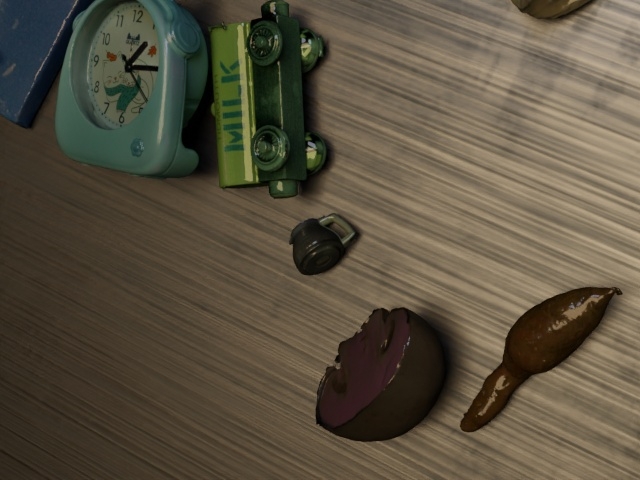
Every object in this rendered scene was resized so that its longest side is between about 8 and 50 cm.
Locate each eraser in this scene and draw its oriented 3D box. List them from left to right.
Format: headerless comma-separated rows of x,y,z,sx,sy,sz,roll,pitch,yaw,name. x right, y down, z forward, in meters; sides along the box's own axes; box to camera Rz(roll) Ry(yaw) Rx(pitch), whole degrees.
-0.402,-0.328,1.752,0.144,0.042,0.312,36,104,19,eraser

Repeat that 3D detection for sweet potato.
0.250,0.129,1.467,0.075,0.074,0.269,48,118,15,sweet potato

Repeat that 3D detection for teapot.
0.000,0.000,1.580,0.088,0.066,0.057,-30,60,-2,teapot

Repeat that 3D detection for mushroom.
0.082,0.176,1.514,0.117,0.141,0.188,39,119,-16,mushroom

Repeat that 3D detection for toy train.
-0.082,-0.178,1.596,0.157,0.105,0.253,-4,89,37,toy train

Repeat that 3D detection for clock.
-0.241,-0.224,1.636,0.223,0.094,0.274,16,97,38,clock

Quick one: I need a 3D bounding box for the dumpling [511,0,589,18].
0.268,-0.384,1.420,0.193,0.147,0.258,-14,111,-11,dumpling
